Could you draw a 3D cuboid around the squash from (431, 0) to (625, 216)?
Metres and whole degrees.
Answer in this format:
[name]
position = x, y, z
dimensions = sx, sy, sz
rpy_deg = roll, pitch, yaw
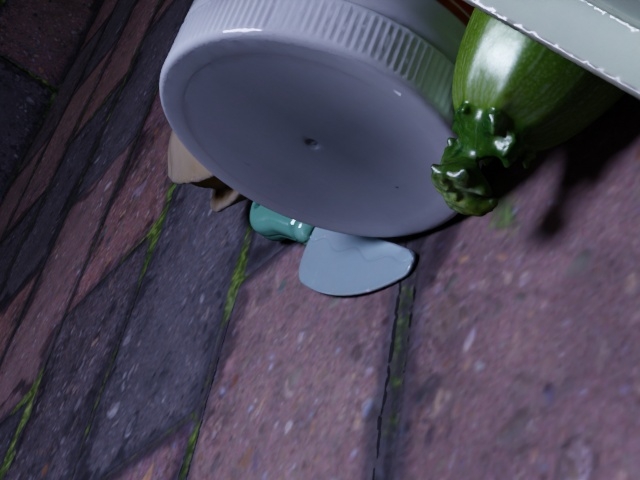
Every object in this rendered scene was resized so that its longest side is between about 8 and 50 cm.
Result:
[squash]
position = 0.169, -0.176, 0.569
dimensions = 0.378, 0.101, 0.101
rpy_deg = -56, 21, -9

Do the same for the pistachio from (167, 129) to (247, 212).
[pistachio]
position = -0.055, -0.109, 0.921
dimensions = 0.223, 0.126, 0.152
rpy_deg = -34, 29, 49

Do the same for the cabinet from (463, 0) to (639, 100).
[cabinet]
position = 0.148, -0.187, 0.438
dimensions = 0.145, 0.150, 0.206
rpy_deg = 38, 87, 32

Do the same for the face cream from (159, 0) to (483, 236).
[face cream]
position = 0.024, -0.132, 0.678
dimensions = 0.201, 0.201, 0.187
rpy_deg = -25, 39, 55

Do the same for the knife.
[knife]
position = -0.001, 0.001, 0.788
dimensions = 0.063, 0.035, 0.260
rpy_deg = -55, 24, 1
